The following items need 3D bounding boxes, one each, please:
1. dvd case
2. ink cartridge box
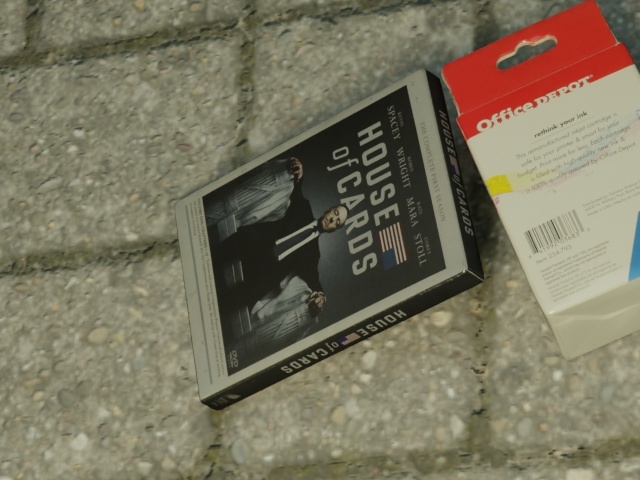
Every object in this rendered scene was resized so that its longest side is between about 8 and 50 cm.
[{"bbox_3d":[0.000,0.000,1.429,0.239,0.029,0.179,-28,54,26],"label":"dvd case"},{"bbox_3d":[0.188,-0.047,1.399,0.134,0.078,0.231,-24,57,6],"label":"ink cartridge box"}]
